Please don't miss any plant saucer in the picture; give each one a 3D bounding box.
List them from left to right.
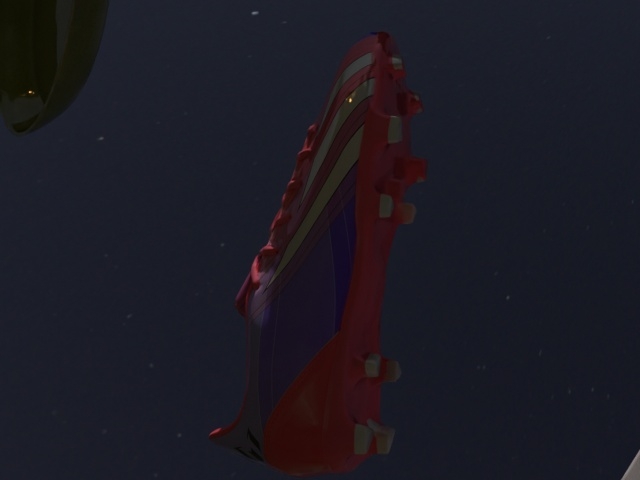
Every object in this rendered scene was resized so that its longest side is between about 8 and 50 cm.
[{"bbox_3d":[-0.216,-0.202,0.666,0.241,0.037,0.241,-6,-98,55],"label":"plant saucer"}]

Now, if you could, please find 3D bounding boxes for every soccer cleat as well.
[{"bbox_3d":[0.000,0.000,0.446,0.095,0.083,0.248,2,-104,20],"label":"soccer cleat"}]

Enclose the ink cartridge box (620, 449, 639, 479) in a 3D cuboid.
[{"bbox_3d":[0.210,0.200,0.353,0.093,0.219,0.160,27,-85,-31],"label":"ink cartridge box"}]
